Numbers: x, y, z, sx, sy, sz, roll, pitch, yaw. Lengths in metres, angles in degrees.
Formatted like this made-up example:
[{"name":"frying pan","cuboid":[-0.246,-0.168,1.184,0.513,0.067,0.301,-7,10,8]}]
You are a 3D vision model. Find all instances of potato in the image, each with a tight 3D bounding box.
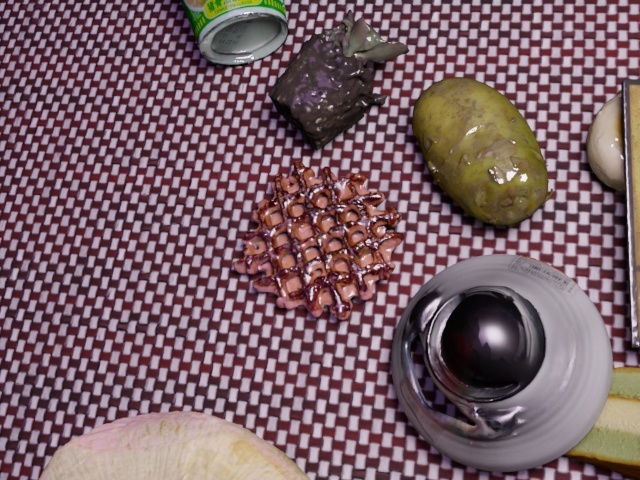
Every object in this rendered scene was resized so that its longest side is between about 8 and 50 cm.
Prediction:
[{"name":"potato","cuboid":[0.219,-0.127,1.002,0.149,0.113,0.251,-35,58,5]}]

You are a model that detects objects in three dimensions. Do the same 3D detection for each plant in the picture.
[{"name":"plant","cuboid":[0.026,-0.242,1.070,0.203,0.131,0.142,-43,66,4]}]

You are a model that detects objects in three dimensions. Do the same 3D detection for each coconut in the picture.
[{"name":"coconut","cuboid":[-0.152,0.373,0.751,0.404,0.404,0.405,-4,69,10]}]

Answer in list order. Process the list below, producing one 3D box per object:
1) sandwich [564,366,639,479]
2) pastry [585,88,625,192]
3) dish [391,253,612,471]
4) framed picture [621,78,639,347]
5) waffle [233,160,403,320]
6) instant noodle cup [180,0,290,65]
[{"name":"sandwich","cuboid":[0.405,0.236,0.879,0.187,0.144,0.117,25,73,-18]},{"name":"pastry","cuboid":[0.435,-0.132,0.969,0.156,0.092,0.157,-4,72,11]},{"name":"dish","cuboid":[0.199,0.127,0.867,0.273,0.134,0.274,-11,63,22]},{"name":"framed picture","cuboid":[0.503,-0.034,0.896,0.255,0.014,0.339,3,80,-2]},{"name":"waffle","cuboid":[0.000,0.000,1.028,0.234,0.055,0.221,22,77,23]},{"name":"instant noodle cup","cuboid":[-0.144,-0.413,1.148,0.206,0.207,0.233,-18,76,4]}]
